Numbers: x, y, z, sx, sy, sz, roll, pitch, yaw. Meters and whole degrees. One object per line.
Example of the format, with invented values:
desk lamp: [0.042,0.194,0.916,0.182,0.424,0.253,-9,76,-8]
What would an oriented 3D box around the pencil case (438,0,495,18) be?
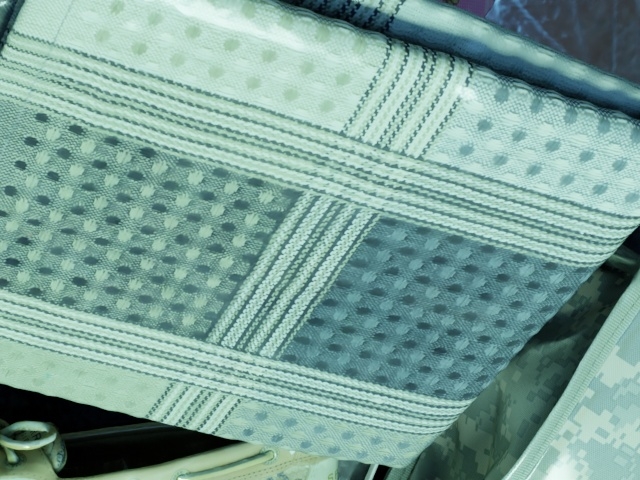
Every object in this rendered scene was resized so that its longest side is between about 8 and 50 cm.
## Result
pencil case: [-0.069,-0.224,0.800,0.167,0.160,0.386,-43,114,-29]

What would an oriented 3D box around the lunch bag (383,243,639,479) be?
lunch bag: [0.167,0.168,0.965,0.235,0.169,0.287,31,96,-18]

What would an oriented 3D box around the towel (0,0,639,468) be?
towel: [-0.029,-0.009,0.807,0.324,0.056,0.312,15,138,-20]

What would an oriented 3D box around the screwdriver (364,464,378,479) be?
screwdriver: [0.034,0.134,0.974,0.025,0.024,0.170,17,78,9]

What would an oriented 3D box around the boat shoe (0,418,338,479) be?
boat shoe: [-0.127,0.132,0.944,0.285,0.104,0.089,3,104,-21]
